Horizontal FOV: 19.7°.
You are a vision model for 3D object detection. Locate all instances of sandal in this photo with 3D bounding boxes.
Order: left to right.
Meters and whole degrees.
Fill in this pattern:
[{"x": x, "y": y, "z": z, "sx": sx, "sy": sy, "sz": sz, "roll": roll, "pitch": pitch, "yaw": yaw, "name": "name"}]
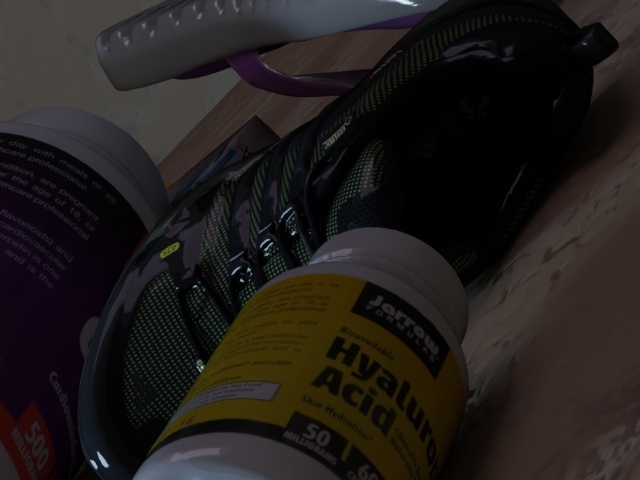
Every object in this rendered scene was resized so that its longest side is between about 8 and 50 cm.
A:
[{"x": 0.019, "y": -0.120, "z": 1.057, "sx": 0.169, "sy": 0.102, "sz": 0.416, "roll": -31, "pitch": 16, "yaw": -28, "name": "sandal"}]

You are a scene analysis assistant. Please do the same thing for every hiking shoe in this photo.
[{"x": 0.000, "y": 0.000, "z": 0.605, "sx": 0.227, "sy": 0.086, "sz": 0.114, "roll": -46, "pitch": 4, "yaw": 4, "name": "hiking shoe"}]

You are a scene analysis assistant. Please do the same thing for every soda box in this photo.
[{"x": -0.068, "y": -0.017, "z": 1.175, "sx": 0.063, "sy": 0.058, "sz": 0.183, "roll": -51, "pitch": 8, "yaw": -24, "name": "soda box"}]

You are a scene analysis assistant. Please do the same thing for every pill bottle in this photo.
[{"x": -0.193, "y": 0.054, "z": 1.009, "sx": 0.181, "sy": 0.181, "sz": 0.323, "roll": -42, "pitch": 11, "yaw": 34, "name": "pill bottle"}, {"x": 0.000, "y": 0.045, "z": 0.456, "sx": 0.065, "sy": 0.065, "sz": 0.116, "roll": -42, "pitch": 10, "yaw": 34, "name": "pill bottle"}]

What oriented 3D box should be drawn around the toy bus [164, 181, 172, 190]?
[{"x": -0.248, "y": -0.005, "z": 1.543, "sx": 0.149, "sy": 0.211, "sz": 0.220, "roll": -42, "pitch": 8, "yaw": 47, "name": "toy bus"}]
